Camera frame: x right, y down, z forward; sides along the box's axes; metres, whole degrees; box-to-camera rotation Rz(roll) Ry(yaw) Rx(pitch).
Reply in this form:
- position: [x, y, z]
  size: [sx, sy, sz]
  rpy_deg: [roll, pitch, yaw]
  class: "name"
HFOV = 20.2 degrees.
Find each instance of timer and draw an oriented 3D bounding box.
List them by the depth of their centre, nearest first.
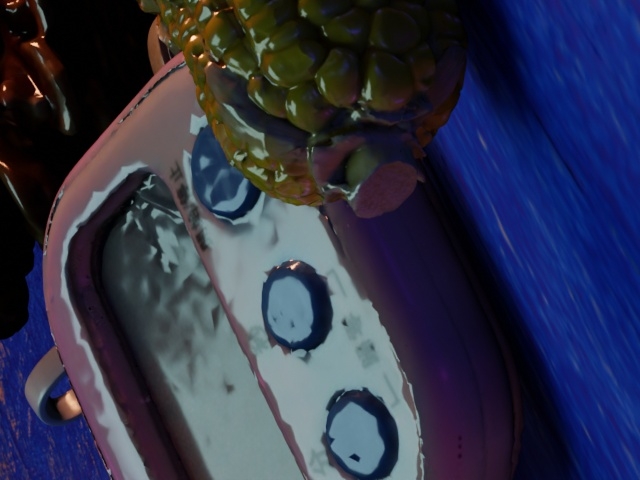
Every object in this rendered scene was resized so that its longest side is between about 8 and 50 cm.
- position: [-0.020, 0.039, 0.666]
  size: [0.191, 0.069, 0.208]
  rpy_deg: [-41, 69, 44]
  class: "timer"

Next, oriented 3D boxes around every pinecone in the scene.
- position: [-0.266, -0.125, 1.274]
  size: [0.398, 0.398, 0.397]
  rpy_deg: [158, 90, -84]
  class: "pinecone"

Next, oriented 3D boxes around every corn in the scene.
- position: [-0.024, -0.108, 0.517]
  size: [0.080, 0.080, 0.238]
  rpy_deg: [80, 168, -64]
  class: "corn"

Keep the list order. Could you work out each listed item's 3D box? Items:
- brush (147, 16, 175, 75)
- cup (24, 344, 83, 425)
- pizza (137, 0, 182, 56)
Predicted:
- position: [-0.013, 0.016, 0.964]
  size: [0.327, 0.070, 0.065]
  rpy_deg: [69, 156, 7]
  class: "brush"
- position: [-0.132, 0.076, 1.529]
  size: [0.167, 0.221, 0.202]
  rpy_deg: [20, 146, 22]
  class: "cup"
- position: [-0.080, -0.158, 0.810]
  size: [0.154, 0.069, 0.194]
  rpy_deg: [-161, 51, -82]
  class: "pizza"
